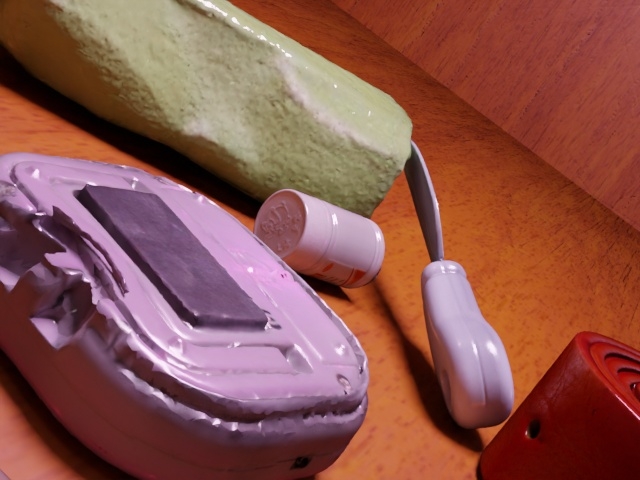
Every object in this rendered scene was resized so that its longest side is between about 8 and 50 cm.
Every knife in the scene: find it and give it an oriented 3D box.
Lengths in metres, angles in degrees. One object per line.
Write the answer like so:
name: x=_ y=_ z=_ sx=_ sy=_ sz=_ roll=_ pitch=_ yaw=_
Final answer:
knife: x=0.087 y=0.003 z=0.882 sx=0.044 sy=0.080 sz=0.331 roll=-9 pitch=41 yaw=-1

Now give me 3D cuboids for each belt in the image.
belt: x=0.261 y=0.190 z=0.742 sx=0.324 sy=0.115 sz=0.227 roll=34 pitch=17 yaw=-7

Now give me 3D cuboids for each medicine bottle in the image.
medicine bottle: x=0.000 y=0.000 z=0.859 sx=0.089 sy=0.057 sz=0.057 roll=20 pitch=22 yaw=-46

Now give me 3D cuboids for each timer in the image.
timer: x=-0.077 y=0.033 z=0.580 sx=0.208 sy=0.069 sz=0.191 roll=45 pitch=21 yaw=27

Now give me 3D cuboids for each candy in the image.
candy: x=-0.086 y=-0.124 z=0.908 sx=0.343 sy=0.132 sz=0.142 roll=28 pitch=25 yaw=-28

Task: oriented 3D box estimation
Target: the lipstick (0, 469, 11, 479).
lipstick: x=-0.038 y=0.153 z=0.295 sx=0.254 sy=0.070 sz=0.070 roll=40 pitch=16 yaw=16
